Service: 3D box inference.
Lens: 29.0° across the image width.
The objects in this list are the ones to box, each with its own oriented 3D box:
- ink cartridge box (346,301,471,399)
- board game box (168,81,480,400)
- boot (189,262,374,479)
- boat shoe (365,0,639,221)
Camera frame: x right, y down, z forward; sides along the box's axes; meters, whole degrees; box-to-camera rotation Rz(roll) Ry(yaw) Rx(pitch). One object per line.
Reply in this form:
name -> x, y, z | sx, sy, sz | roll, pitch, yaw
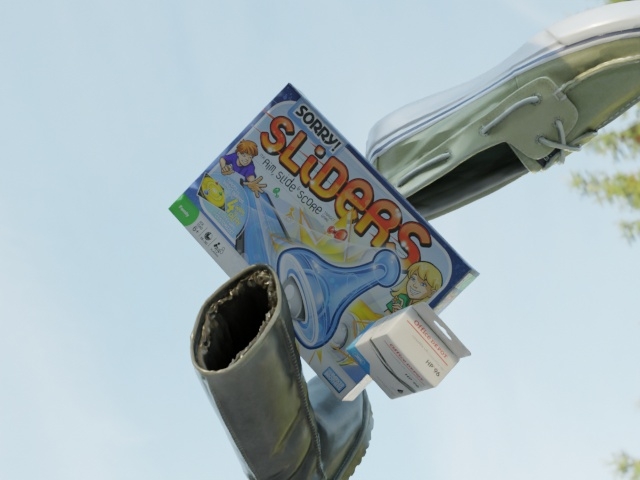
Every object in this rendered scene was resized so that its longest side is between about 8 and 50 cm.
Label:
ink cartridge box -> 0.056, 0.072, 0.796 | 0.048, 0.028, 0.083 | 47, -26, -5
board game box -> 0.000, 0.000, 0.918 | 0.136, 0.201, 0.035 | -46, -17, 7
boot -> -0.027, 0.101, 0.900 | 0.076, 0.190, 0.209 | -8, -55, 19
boat shoe -> 0.178, -0.099, 1.044 | 0.302, 0.094, 0.109 | -26, -35, 26
